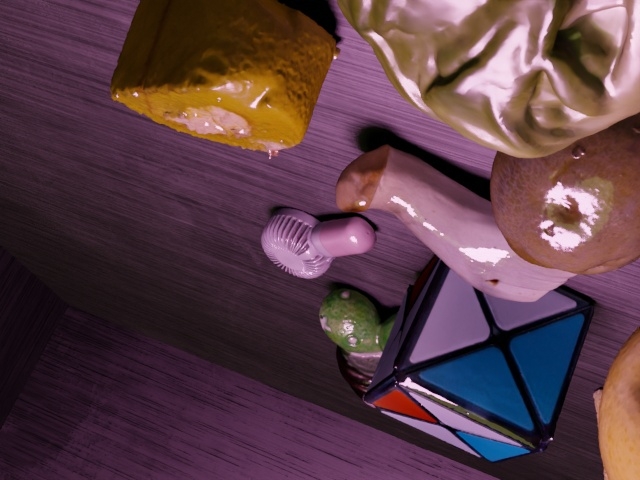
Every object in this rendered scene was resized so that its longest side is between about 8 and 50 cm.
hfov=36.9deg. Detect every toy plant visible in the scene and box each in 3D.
[{"bbox_3d":[0.108,0.203,1.873,0.218,0.175,0.235,10,130,21],"label":"toy plant"}]

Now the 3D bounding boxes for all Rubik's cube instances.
[{"bbox_3d":[0.236,0.175,1.474,0.246,0.248,0.250,24,160,0],"label":"Rubik's cube"}]

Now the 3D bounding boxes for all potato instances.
[{"bbox_3d":[0.266,-0.056,0.961,0.178,0.160,0.235,5,152,-16],"label":"potato"}]

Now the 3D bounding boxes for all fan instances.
[{"bbox_3d":[0.000,0.000,1.584,0.244,0.074,0.130,-8,132,50],"label":"fan"}]

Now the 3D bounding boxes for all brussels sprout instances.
[{"bbox_3d":[0.131,-0.198,0.601,0.328,0.247,0.328,23,165,6],"label":"brussels sprout"}]

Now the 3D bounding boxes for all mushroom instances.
[{"bbox_3d":[0.182,-0.029,1.229,0.329,0.122,0.159,26,125,-6],"label":"mushroom"}]

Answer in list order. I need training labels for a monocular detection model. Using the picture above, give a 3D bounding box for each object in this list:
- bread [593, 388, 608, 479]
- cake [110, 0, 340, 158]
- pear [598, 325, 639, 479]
[{"bbox_3d":[0.668,0.385,1.668,0.405,0.242,0.346,8,166,-7],"label":"bread"},{"bbox_3d":[-0.100,-0.188,1.058,0.179,0.156,0.260,20,174,-41],"label":"cake"},{"bbox_3d":[0.500,0.224,1.131,0.348,0.348,0.348,22,162,8],"label":"pear"}]
